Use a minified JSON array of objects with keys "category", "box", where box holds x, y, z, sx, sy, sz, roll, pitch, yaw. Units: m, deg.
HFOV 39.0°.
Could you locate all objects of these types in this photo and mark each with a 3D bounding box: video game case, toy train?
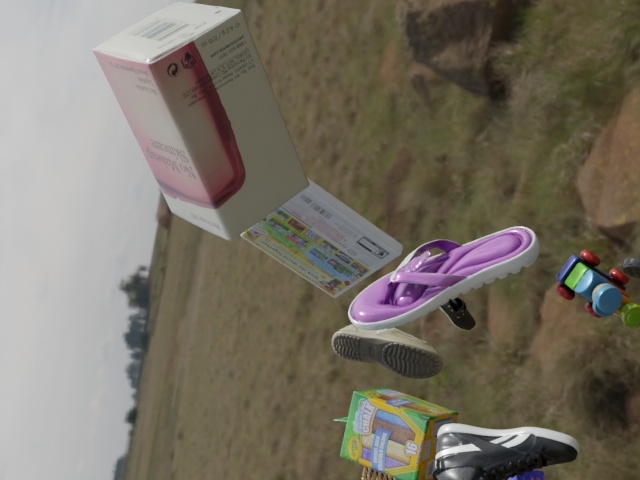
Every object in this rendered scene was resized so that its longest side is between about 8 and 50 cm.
[{"category":"video game case","box":[0.000,0.000,1.631,0.206,0.227,0.026,-37,26,44]},{"category":"toy train","box":[0.595,0.127,1.785,0.105,0.248,0.143,-56,24,11]}]

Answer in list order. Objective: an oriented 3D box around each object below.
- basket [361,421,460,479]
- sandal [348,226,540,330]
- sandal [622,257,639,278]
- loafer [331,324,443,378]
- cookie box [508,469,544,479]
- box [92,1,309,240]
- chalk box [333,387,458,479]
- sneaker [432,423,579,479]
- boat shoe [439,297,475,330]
[{"category":"basket","box":[0.260,0.539,2.123,0.299,0.223,0.214,-22,-61,-54]},{"category":"sandal","box":[0.239,0.051,1.846,0.169,0.416,0.102,-114,0,-63]},{"category":"sandal","box":[0.446,0.038,1.053,0.040,0.179,0.067,-68,-24,-14]},{"category":"loafer","box":[0.164,0.247,2.133,0.092,0.268,0.102,-56,-24,-54]},{"category":"cookie box","box":[0.333,0.423,1.485,0.040,0.107,0.092,-17,67,33]},{"category":"box","box":[-0.135,-0.139,1.040,0.148,0.127,0.232,23,142,49]},{"category":"chalk box","box":[0.129,0.357,1.708,0.132,0.213,0.132,6,-82,-57]},{"category":"sneaker","box":[0.276,0.349,1.358,0.079,0.216,0.121,63,-146,-45]},{"category":"boat shoe","box":[0.312,0.159,2.062,0.042,0.133,0.049,-26,29,41]}]
